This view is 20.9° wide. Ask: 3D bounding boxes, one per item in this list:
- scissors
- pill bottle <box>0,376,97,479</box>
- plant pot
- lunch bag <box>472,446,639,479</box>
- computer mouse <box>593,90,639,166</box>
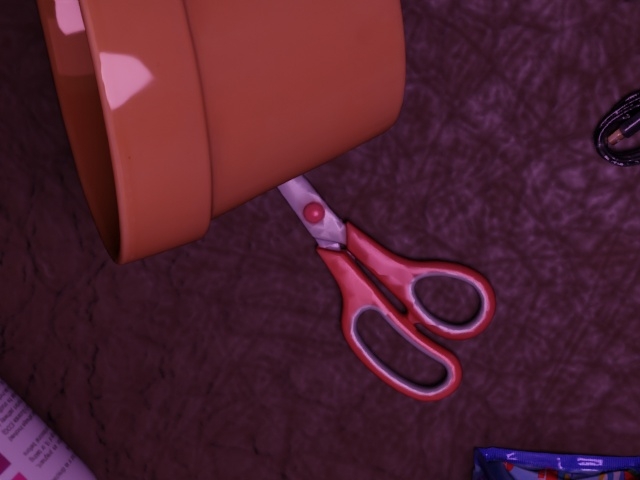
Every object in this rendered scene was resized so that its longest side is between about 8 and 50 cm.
[{"bbox_3d":[0.000,0.000,1.278,0.297,0.021,0.109,38,100,-4],"label":"scissors"},{"bbox_3d":[-0.263,0.183,1.257,0.160,0.160,0.283,-43,95,10],"label":"pill bottle"},{"bbox_3d":[-0.071,-0.149,1.141,0.203,0.291,0.290,-14,99,-12],"label":"plant pot"},{"bbox_3d":[0.169,0.291,1.181,0.138,0.293,0.221,3,100,3],"label":"lunch bag"},{"bbox_3d":[0.292,-0.139,1.226,0.071,0.041,0.242,44,100,-5],"label":"computer mouse"}]
